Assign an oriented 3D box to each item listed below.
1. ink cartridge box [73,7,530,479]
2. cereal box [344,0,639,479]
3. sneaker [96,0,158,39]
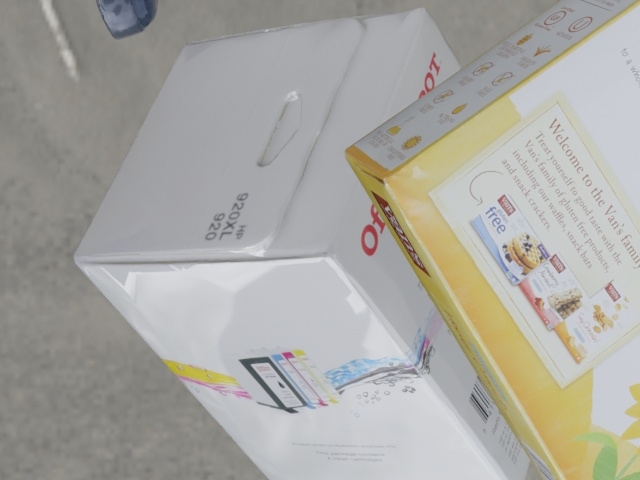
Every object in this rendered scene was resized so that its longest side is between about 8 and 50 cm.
[{"bbox_3d":[0.014,0.014,0.886,0.168,0.171,0.232,-3,139,33],"label":"ink cartridge box"},{"bbox_3d":[0.151,-0.027,0.545,0.240,0.047,0.173,-34,115,-5],"label":"cereal box"},{"bbox_3d":[-0.118,-0.309,1.270,0.131,0.319,0.112,-1,157,5],"label":"sneaker"}]
